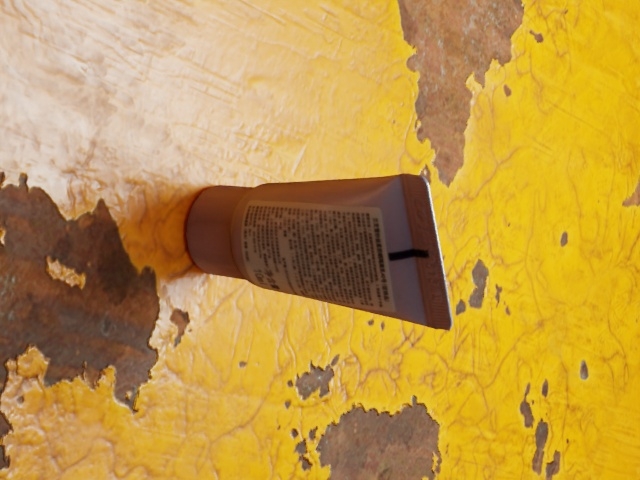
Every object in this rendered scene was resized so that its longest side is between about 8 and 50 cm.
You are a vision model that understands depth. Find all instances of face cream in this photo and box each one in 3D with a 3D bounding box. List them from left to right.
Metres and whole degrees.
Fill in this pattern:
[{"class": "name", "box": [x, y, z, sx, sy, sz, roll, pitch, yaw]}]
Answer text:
[{"class": "face cream", "box": [0.000, 0.000, 1.577, 0.096, 0.273, 0.154, -31, 119, -45]}]
